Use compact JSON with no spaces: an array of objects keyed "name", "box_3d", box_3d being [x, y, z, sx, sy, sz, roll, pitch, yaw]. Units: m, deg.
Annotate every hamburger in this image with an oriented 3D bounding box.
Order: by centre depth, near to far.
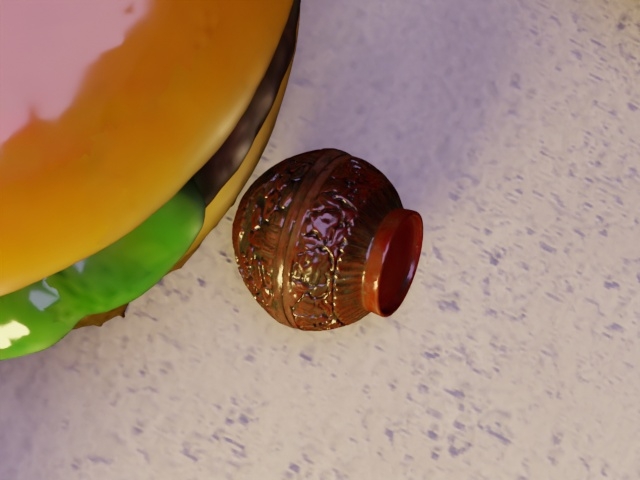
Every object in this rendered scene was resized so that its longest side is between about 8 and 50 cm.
[{"name":"hamburger","box_3d":[-0.182,-0.132,0.724,0.395,0.277,0.396,0,80,-3]}]

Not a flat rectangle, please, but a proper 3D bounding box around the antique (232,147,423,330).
[{"name":"antique","box_3d":[0.000,0.000,0.802,0.104,0.104,0.104,1,79,-4]}]
